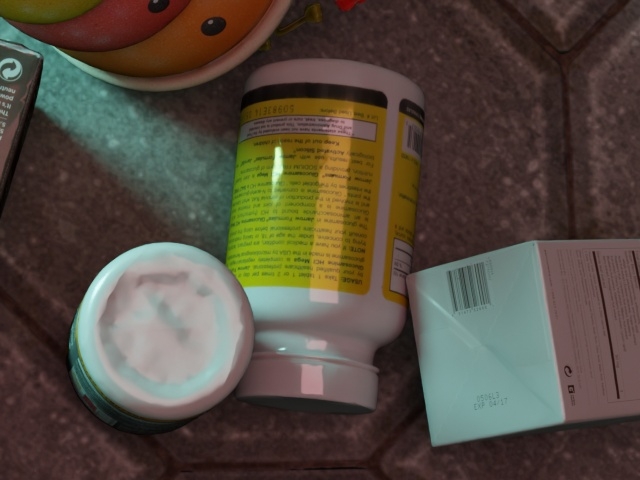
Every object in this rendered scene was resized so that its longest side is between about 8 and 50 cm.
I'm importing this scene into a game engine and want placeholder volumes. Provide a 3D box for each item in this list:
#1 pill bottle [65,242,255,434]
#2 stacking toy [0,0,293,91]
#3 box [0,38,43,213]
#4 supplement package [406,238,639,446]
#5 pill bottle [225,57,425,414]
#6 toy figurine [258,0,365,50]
[{"bbox_3d":[-0.160,0.101,1.830,0.162,0.278,0.162,2,80,-12],"label":"pill bottle"},{"bbox_3d":[-0.245,-0.294,1.745,0.350,0.480,0.351,4,100,23],"label":"stacking toy"},{"bbox_3d":[-0.385,0.000,1.849,0.143,0.191,0.381,15,77,-8],"label":"box"},{"bbox_3d":[0.256,0.097,1.908,0.293,0.177,0.175,-1,78,-44],"label":"supplement package"},{"bbox_3d":[0.000,0.000,1.927,0.187,0.188,0.334,8,79,-10],"label":"pill bottle"},{"bbox_3d":[0.015,-0.362,2.029,0.362,0.217,0.191,-30,105,28],"label":"toy figurine"}]
